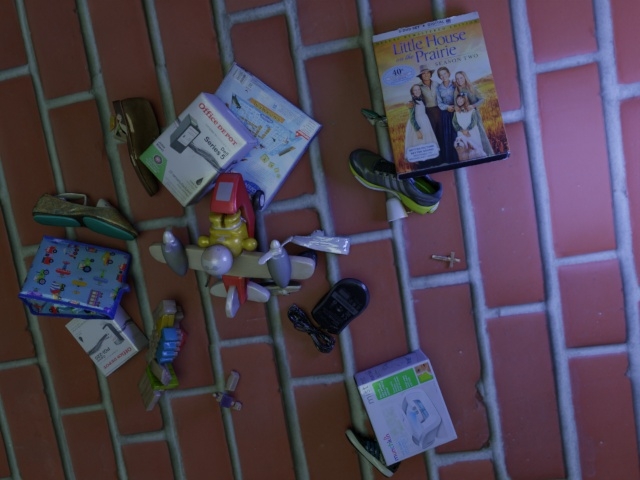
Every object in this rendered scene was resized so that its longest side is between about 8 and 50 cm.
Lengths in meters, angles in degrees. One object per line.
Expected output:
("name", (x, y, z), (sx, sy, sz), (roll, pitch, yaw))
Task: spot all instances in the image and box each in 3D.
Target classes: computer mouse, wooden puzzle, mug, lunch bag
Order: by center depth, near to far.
("mug", (0.228, -0.095, 1.745), (0.062, 0.078, 0.064), (-16, 87, 42))
("computer mouse", (0.044, 0.206, 1.807), (0.188, 0.072, 0.272), (46, 114, -2))
("lunch bag", (-0.743, 0.124, 1.830), (0.293, 0.138, 0.221), (7, 58, 0))
("wooden puzzle", (-0.615, -0.346, 1.841), (0.116, 0.014, 0.079), (14, 100, 5))

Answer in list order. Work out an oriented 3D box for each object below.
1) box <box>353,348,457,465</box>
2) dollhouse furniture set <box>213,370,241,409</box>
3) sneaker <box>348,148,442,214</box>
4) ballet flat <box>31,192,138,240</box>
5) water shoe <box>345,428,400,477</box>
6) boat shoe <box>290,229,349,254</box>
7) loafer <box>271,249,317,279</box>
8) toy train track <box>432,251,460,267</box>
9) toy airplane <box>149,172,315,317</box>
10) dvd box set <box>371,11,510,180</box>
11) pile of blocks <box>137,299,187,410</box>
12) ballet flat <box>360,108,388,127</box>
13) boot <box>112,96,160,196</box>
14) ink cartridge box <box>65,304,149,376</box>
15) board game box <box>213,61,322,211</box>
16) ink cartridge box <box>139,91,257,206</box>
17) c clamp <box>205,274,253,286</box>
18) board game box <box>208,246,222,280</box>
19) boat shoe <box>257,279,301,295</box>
("box", (0.251, 0.500, 1.770), (0.231, 0.127, 0.262), (-20, 95, -3))
("dollhouse furniture set", (-0.299, 0.486, 1.923), (0.081, 0.091, 0.114), (8, 74, 46))
("sneaker", (0.223, -0.190, 1.678), (0.299, 0.121, 0.111), (26, 65, -1))
("ballet flat", (-0.737, -0.087, 1.856), (0.348, 0.123, 0.123), (10, 100, 5))
("water shoe", (0.166, 0.659, 1.862), (0.203, 0.073, 0.080), (45, 76, 0))
("boat shoe", (0.000, 0.000, 1.783), (0.184, 0.066, 0.063), (10, 86, 9))
("loafer", (-0.089, 0.086, 1.798), (0.170, 0.061, 0.062), (-24, 127, 13))
("toy train track", (0.379, 0.054, 1.761), (0.083, 0.014, 0.048), (9, 107, 12))
("toy airplane", (-0.265, 0.051, 1.677), (0.386, 0.272, 0.384), (-40, 94, 21))
("dvd box set", (0.325, -0.398, 1.609), (0.307, 0.062, 0.421), (-10, 78, 8))
("pile of blocks", (-0.480, 0.366, 1.869), (0.149, 0.112, 0.363), (28, 108, 46))
("ballet flat", (0.170, -0.354, 1.719), (0.114, 0.041, 0.041), (17, 100, 6))
("boot", (-0.537, -0.289, 1.799), (0.115, 0.112, 0.306), (-17, 103, -15))
("ink cartridge box", (-0.694, 0.308, 1.910), (0.158, 0.092, 0.218), (-37, 93, 12))
("board game box", (-0.212, -0.308, 1.762), (0.318, 0.066, 0.318), (37, 102, 2))
("ink cartridge box", (-0.352, -0.264, 1.698), (0.273, 0.115, 0.198), (-43, 91, 13))
("c clamp", (-0.278, 0.097, 1.858), (0.160, 0.022, 0.137), (12, 95, 8))
("board game box", (-0.327, 0.066, 1.842), (0.090, 0.020, 0.090), (26, 97, 9))
("boat shoe", (-0.132, 0.157, 1.828), (0.152, 0.056, 0.048), (-6, 104, 12))
